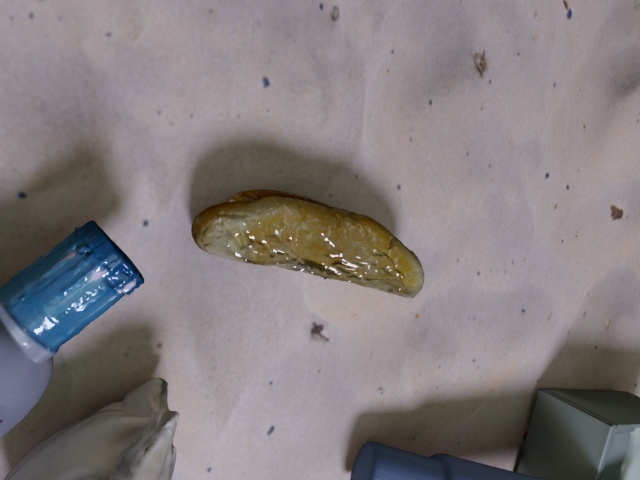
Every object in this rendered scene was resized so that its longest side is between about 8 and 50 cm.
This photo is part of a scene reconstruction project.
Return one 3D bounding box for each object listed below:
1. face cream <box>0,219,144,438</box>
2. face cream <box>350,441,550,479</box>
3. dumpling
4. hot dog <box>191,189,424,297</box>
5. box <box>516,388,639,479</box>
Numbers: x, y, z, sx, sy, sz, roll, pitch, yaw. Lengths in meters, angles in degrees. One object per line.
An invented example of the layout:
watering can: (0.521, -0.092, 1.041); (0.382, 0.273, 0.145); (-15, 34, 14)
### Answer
face cream: (-0.272, 0.112, 0.345); (0.336, 0.080, 0.163); (-40, 160, -16)
face cream: (0.222, 0.325, 0.619); (0.384, 0.086, 0.136); (20, 95, -10)
dumpling: (-0.183, 0.201, 0.413); (0.118, 0.136, 0.199); (41, 69, -21)
hot dog: (0.000, 0.000, 0.497); (0.242, 0.084, 0.074); (14, 94, -28)
box: (0.406, 0.347, 0.766); (0.224, 0.117, 0.225); (11, 95, -30)
